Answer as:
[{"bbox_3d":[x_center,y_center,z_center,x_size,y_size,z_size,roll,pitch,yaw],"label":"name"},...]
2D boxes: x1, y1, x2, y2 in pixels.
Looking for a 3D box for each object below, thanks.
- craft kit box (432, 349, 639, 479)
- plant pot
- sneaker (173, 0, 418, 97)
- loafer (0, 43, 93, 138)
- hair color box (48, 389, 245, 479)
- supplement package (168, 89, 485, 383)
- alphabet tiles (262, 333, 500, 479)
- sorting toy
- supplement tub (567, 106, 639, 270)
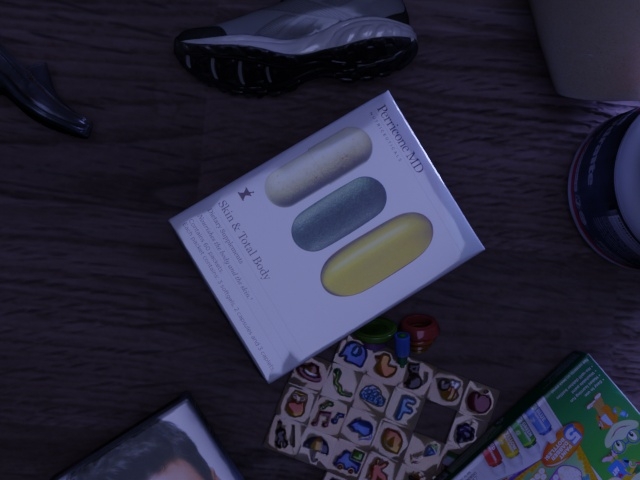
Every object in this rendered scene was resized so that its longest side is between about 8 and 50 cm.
[{"bbox_3d":[0.289,0.299,1.523,0.250,0.061,0.246,-42,97,-6],"label":"craft kit box"},{"bbox_3d":[0.330,-0.299,1.471,0.257,0.256,0.274,-3,104,-6],"label":"plant pot"},{"bbox_3d":[-0.031,-0.233,1.501,0.272,0.100,0.108,-7,65,-3],"label":"sneaker"},{"bbox_3d":[-0.322,-0.174,1.479,0.170,0.062,0.061,32,81,-5],"label":"loafer"},{"bbox_3d":[-0.124,0.373,1.454,0.185,0.113,0.374,-32,91,-5],"label":"hair color box"},{"bbox_3d":[0.000,0.000,1.432,0.263,0.198,0.199,-31,89,-6],"label":"supplement package"},{"bbox_3d":[0.064,0.224,1.529,0.237,0.009,0.198,22,87,-4],"label":"alphabet tiles"},{"bbox_3d":[0.088,0.116,1.514,0.102,0.061,0.042,-5,115,-8],"label":"sorting toy"},{"bbox_3d":[0.392,-0.062,1.436,0.191,0.272,0.191,0,88,-6],"label":"supplement tub"}]
